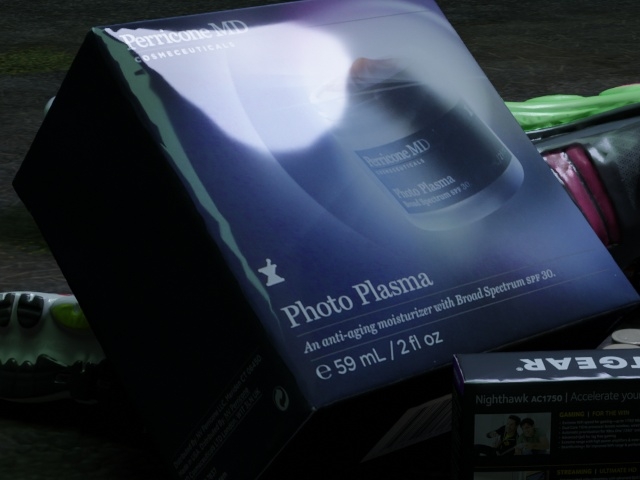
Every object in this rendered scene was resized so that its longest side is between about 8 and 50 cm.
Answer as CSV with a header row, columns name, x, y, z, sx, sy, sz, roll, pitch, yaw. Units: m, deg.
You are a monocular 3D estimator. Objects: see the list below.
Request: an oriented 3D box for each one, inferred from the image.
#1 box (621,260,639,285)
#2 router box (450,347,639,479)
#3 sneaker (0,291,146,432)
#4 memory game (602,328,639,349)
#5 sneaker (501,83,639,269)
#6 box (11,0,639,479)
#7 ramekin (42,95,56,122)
name,x,y,z,sx,sy,sz,roll,pitch,yaw
box,0.180,-0.008,1.577,0.233,0.044,0.159,5,16,-2
router box,0.169,0.133,0.980,0.179,0.133,0.046,-1,20,-3
sneaker,-0.130,0.083,1.236,0.279,0.107,0.118,12,6,25
memory game,0.318,0.095,1.316,0.186,0.012,0.186,-1,17,0
sneaker,0.212,-0.025,1.429,0.483,0.202,0.185,-1,-15,3
box,0.000,0.000,1.106,0.296,0.183,0.294,-15,63,-38
ramekin,-0.159,-0.095,1.714,0.277,0.135,0.277,-5,10,1
